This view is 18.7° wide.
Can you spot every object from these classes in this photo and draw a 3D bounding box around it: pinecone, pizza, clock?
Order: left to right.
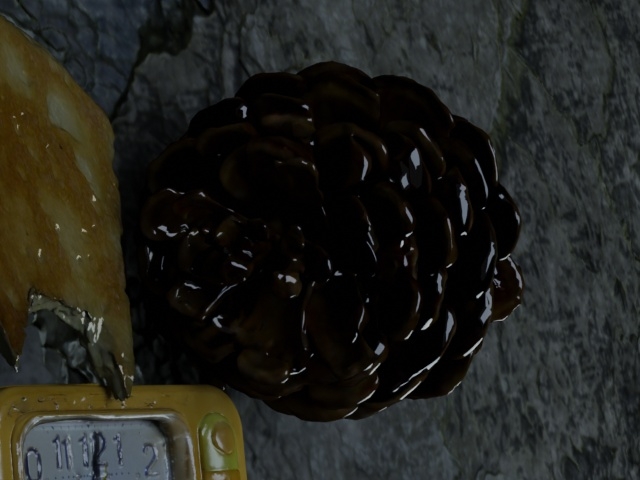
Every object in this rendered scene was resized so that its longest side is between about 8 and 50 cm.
[{"bbox_3d":[-0.164,-0.027,1.045,0.181,0.034,0.262,1,60,-55],"label":"pizza"},{"bbox_3d":[-0.129,0.149,1.044,0.202,0.096,0.143,4,80,-52],"label":"clock"},{"bbox_3d":[0.000,0.000,1.151,0.272,0.224,0.224,13,68,-68],"label":"pinecone"}]
